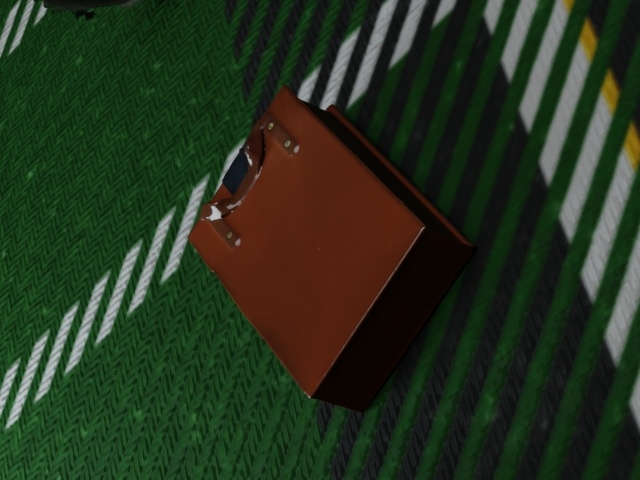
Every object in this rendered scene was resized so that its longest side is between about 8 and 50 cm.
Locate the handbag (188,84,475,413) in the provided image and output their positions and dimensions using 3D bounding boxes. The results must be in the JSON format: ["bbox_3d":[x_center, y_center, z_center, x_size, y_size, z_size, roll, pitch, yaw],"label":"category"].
[{"bbox_3d":[0.000,0.000,0.996,0.127,0.063,0.190,-58,42,14],"label":"handbag"}]

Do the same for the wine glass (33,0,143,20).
[{"bbox_3d":[-0.246,-0.324,1.358,0.190,0.190,0.357,-61,37,8],"label":"wine glass"}]
